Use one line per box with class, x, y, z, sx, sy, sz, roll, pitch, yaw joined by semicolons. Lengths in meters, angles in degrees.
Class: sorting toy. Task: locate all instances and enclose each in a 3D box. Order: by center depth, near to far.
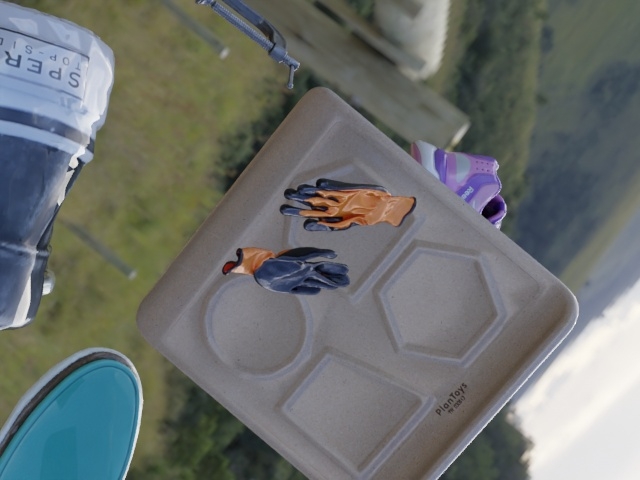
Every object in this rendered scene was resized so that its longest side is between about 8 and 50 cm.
sorting toy;0.018;0.042;0.768;0.193;0.208;0.038;-51;173;13

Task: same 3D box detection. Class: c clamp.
c clamp;-0.084;-0.241;1.396;0.022;0.160;0.137;-48;-167;21

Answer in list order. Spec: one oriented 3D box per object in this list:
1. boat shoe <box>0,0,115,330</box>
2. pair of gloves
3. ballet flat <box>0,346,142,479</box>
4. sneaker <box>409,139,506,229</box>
boat shoe;-0.175;-0.018;0.528;0.335;0.121;0.119;176;-71;-69
pair of gloves;0.000;0.000;0.625;0.074;0.010;0.083;9;136;-38
ballet flat;-0.288;0.285;1.195;0.139;0.139;0.400;90;18;-79
sneaker;0.147;-0.016;1.382;0.236;0.104;0.095;88;-1;-55
